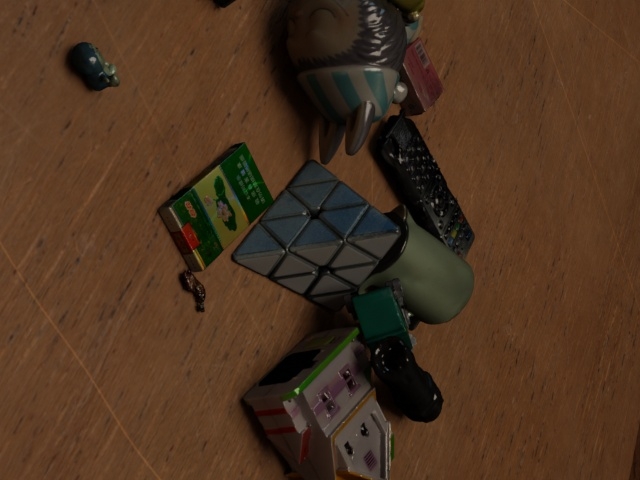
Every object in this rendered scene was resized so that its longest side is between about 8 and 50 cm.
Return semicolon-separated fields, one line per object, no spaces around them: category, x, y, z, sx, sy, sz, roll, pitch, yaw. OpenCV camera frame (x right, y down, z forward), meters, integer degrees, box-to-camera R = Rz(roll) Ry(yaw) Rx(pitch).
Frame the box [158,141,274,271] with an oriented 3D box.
box;-0.179;-0.062;1.785;0.235;0.034;0.132;-46;120;-43

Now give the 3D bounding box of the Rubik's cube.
Rubik's cube;0.001;-0.001;1.916;0.228;0.229;0.233;-55;179;6

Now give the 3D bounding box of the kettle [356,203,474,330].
kettle;0.176;0.078;2.120;0.255;0.165;0.240;36;87;-42

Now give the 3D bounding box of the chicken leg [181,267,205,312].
chicken leg;-0.214;0.083;1.734;0.083;0.021;0.036;65;32;-27

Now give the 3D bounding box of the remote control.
remote control;0.235;-0.104;2.279;0.398;0.062;0.144;58;46;-30

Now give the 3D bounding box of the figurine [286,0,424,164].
figurine;0.046;-0.339;2.011;0.377;0.266;0.361;-69;162;4

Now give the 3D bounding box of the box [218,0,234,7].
box;-0.167;-0.473;1.813;0.054;0.099;0.074;24;66;-31

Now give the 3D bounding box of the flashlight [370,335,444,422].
flashlight;0.174;0.277;1.994;0.424;0.103;0.103;58;39;-65

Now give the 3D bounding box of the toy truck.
toy truck;0.123;0.161;1.976;0.253;0.114;0.124;64;10;-60

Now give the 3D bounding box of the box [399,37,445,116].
box;0.211;-0.371;2.290;0.111;0.060;0.156;-49;119;-43

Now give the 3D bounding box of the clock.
clock;0.022;0.356;1.877;0.235;0.166;0.309;-40;108;-46

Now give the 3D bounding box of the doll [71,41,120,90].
doll;-0.354;-0.272;1.580;0.050;0.076;0.083;-35;126;-1
